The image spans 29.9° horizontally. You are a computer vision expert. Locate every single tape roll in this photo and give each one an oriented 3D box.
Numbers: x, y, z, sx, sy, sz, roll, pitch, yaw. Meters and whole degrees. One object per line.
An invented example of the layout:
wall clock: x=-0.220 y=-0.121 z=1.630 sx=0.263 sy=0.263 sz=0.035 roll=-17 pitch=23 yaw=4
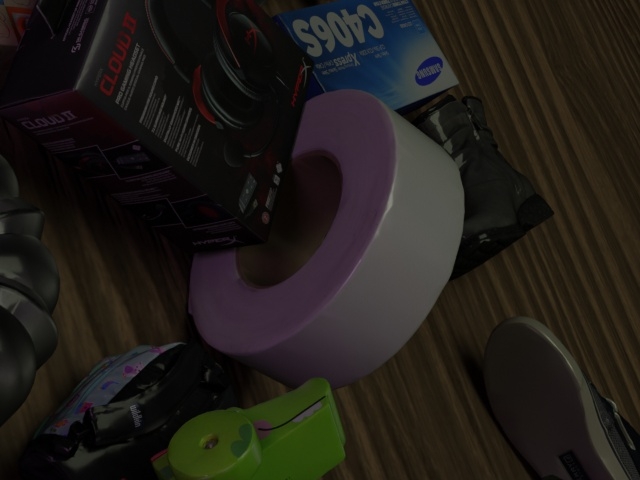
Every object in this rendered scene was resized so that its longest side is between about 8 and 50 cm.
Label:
tape roll: x=0.000 y=0.000 z=1.155 sx=0.100 sy=0.286 sz=0.286 roll=32 pitch=42 yaw=-34

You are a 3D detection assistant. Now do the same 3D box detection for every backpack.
backpack: x=-0.152 y=0.159 z=0.980 sx=0.182 sy=0.115 sz=0.152 roll=-52 pitch=126 yaw=-42

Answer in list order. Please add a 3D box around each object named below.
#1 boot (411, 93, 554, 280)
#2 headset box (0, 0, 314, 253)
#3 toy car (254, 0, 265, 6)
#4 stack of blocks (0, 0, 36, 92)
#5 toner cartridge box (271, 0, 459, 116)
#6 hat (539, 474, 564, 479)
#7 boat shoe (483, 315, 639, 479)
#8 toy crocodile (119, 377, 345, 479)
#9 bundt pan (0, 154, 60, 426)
boot: x=0.186 y=-0.081 z=1.626 sx=0.222 sy=0.118 sz=0.338 roll=58 pitch=23 yaw=4
headset box: x=-0.150 y=-0.152 z=1.104 sx=0.293 sy=0.110 sz=0.218 roll=41 pitch=53 yaw=-42
toy car: x=-0.053 y=-0.372 z=1.552 sx=0.188 sy=0.149 sz=0.155 roll=-37 pitch=92 yaw=-27
stack of blocks: x=-0.312 y=-0.230 z=1.109 sx=0.297 sy=0.087 sz=0.171 roll=-5 pitch=70 yaw=-53
toner cartridge box: x=0.049 y=-0.231 z=1.580 sx=0.165 sy=0.075 sz=0.348 roll=60 pitch=34 yaw=0
hat: x=0.270 y=0.424 z=1.303 sx=0.331 sy=0.134 sz=0.331 roll=54 pitch=17 yaw=-24
boat shoe: x=0.326 y=0.233 z=1.550 sx=0.340 sy=0.127 sz=0.158 roll=63 pitch=27 yaw=-7
toy crocodile: x=-0.123 y=0.212 z=0.862 sx=0.340 sy=0.105 sz=0.115 roll=-36 pitch=129 yaw=-19
bundt pan: x=-0.326 y=0.020 z=0.871 sx=0.331 sy=0.124 sz=0.331 roll=31 pitch=44 yaw=-35
